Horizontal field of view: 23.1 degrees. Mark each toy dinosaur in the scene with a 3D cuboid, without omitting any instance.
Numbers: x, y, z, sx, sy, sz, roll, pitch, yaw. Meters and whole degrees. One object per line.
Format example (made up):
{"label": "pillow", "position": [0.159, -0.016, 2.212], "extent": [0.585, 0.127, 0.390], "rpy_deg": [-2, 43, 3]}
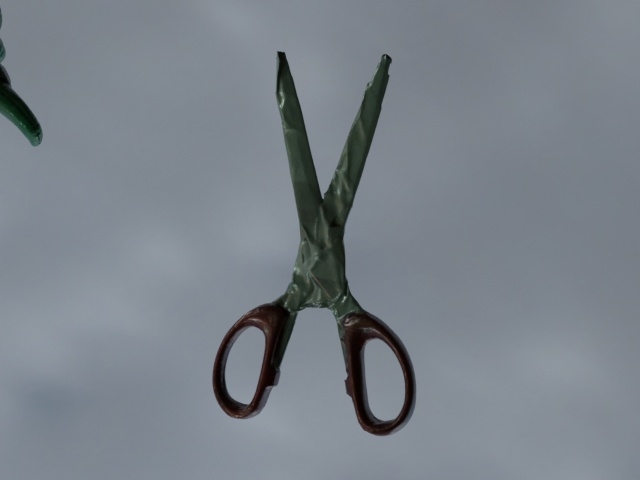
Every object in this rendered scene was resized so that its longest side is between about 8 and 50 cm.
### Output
{"label": "toy dinosaur", "position": [-0.208, -0.099, 0.910], "extent": [0.132, 0.096, 0.059], "rpy_deg": [38, -112, 22]}

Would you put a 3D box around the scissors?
{"label": "scissors", "position": [0.000, 0.000, 1.028], "extent": [0.017, 0.144, 0.248], "rpy_deg": [-1, -86, -67]}
